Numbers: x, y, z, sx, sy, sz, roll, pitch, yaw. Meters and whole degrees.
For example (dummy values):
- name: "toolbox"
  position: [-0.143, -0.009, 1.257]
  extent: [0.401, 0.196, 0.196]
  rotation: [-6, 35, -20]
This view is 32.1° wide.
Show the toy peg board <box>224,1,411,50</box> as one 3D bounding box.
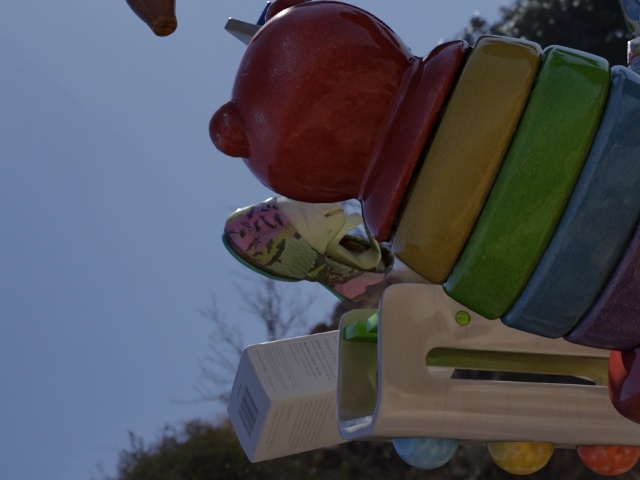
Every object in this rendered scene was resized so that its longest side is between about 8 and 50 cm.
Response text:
- name: "toy peg board"
  position: [0.007, -0.221, 1.248]
  extent: [0.160, 0.161, 0.079]
  rotation: [30, -94, -45]

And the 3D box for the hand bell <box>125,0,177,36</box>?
- name: "hand bell"
  position: [-0.159, -0.251, 0.867]
  extent: [0.126, 0.242, 0.126]
  rotation: [-19, -31, -12]

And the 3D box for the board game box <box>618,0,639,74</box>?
- name: "board game box"
  position: [0.428, -0.239, 1.348]
  extent: [0.060, 0.194, 0.194]
  rotation: [-27, -20, 37]

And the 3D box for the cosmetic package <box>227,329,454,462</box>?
- name: "cosmetic package"
  position: [0.023, 0.164, 1.243]
  extent: [0.231, 0.085, 0.117]
  rotation: [-8, -41, -27]

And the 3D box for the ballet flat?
- name: "ballet flat"
  position: [0.000, 0.000, 0.943]
  extent: [0.079, 0.077, 0.221]
  rotation: [-39, -28, 14]

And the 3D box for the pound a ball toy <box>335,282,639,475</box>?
- name: "pound a ball toy"
  position: [0.172, 0.129, 0.929]
  extent: [0.319, 0.136, 0.208]
  rotation: [5, -15, -14]

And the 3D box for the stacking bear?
- name: "stacking bear"
  position: [0.087, -0.040, 0.608]
  extent: [0.164, 0.289, 0.175]
  rotation: [100, -168, -75]
